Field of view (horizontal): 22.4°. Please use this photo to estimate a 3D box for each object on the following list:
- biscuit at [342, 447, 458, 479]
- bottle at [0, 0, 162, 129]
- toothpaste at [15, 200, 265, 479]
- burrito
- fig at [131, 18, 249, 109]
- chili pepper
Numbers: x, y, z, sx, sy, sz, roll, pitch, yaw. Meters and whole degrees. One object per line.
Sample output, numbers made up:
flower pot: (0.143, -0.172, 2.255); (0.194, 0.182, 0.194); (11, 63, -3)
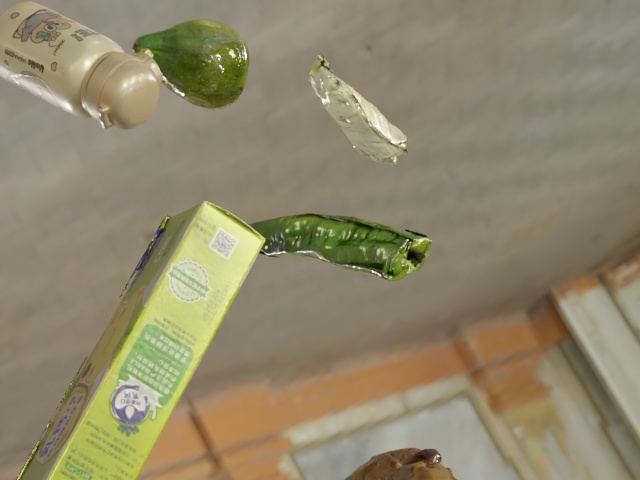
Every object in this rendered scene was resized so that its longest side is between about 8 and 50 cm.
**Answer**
biscuit: (0.023, 0.319, 1.502); (0.296, 0.075, 0.296); (-51, -162, 24)
bottle: (-0.270, -0.197, 1.831); (0.110, 0.209, 0.097); (-45, 147, -28)
toothpaste: (-0.170, 0.116, 1.524); (0.110, 0.077, 0.327); (-18, -139, 62)
burrito: (0.054, -0.162, 2.138); (0.063, 0.058, 0.229); (0, 149, 32)
fig: (-0.179, -0.250, 2.218); (0.156, 0.123, 0.123); (15, 146, -18)
chili pepper: (0.000, 0.000, 2.013); (0.085, 0.076, 0.359); (-36, -156, -27)
